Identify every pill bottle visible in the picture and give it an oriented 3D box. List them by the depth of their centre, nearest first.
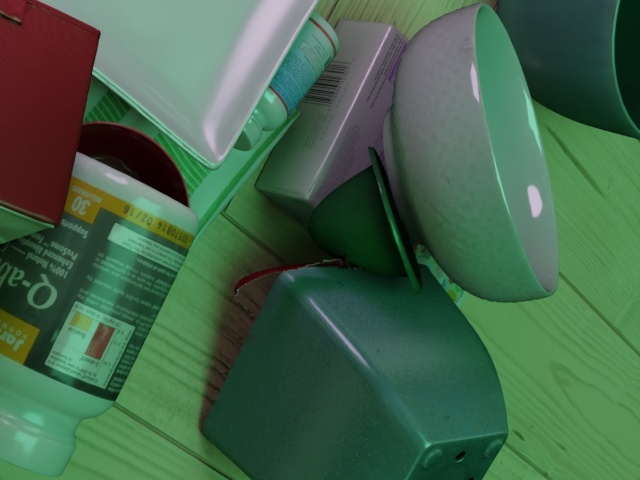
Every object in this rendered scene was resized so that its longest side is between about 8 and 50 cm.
[{"bbox_3d":[-0.239,0.067,1.477,0.162,0.162,0.278,30,85,-44],"label":"pill bottle"},{"bbox_3d":[-0.056,-0.177,1.722,0.160,0.087,0.087,-54,131,-21],"label":"pill bottle"}]

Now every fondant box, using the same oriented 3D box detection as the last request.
[{"bbox_3d":[0.097,-0.082,1.944,0.330,0.096,0.238,38,73,-42],"label":"fondant box"}]

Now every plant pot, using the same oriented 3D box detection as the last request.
[{"bbox_3d":[0.063,0.201,1.809,0.248,0.252,0.247,-1,127,-44],"label":"plant pot"},{"bbox_3d":[0.372,-0.282,2.070,0.293,0.235,0.293,-13,109,-43],"label":"plant pot"}]

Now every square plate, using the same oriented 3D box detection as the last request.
[{"bbox_3d":[-0.156,-0.306,1.617,0.344,0.049,0.347,38,71,-24],"label":"square plate"}]

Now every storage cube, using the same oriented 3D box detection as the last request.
[{"bbox_3d":[-0.331,-0.112,1.399,0.215,0.183,0.193,23,66,-36],"label":"storage cube"}]

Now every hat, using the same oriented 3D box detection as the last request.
[{"bbox_3d":[0.000,0.000,1.780,0.208,0.183,0.173,60,12,-61],"label":"hat"}]

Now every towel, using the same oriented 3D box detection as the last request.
[{"bbox_3d":[-0.167,-0.170,1.703,0.248,0.038,0.325,-53,131,-22],"label":"towel"}]

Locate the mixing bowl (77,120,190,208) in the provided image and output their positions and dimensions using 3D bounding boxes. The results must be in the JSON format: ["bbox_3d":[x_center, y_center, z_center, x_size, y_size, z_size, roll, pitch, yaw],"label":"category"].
[{"bbox_3d":[-0.225,-0.035,1.610,0.181,0.098,0.181,-1,99,-8],"label":"mixing bowl"}]

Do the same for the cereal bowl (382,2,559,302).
[{"bbox_3d":[0.161,-0.089,1.791,0.339,0.141,0.339,-12,90,-72],"label":"cereal bowl"}]
